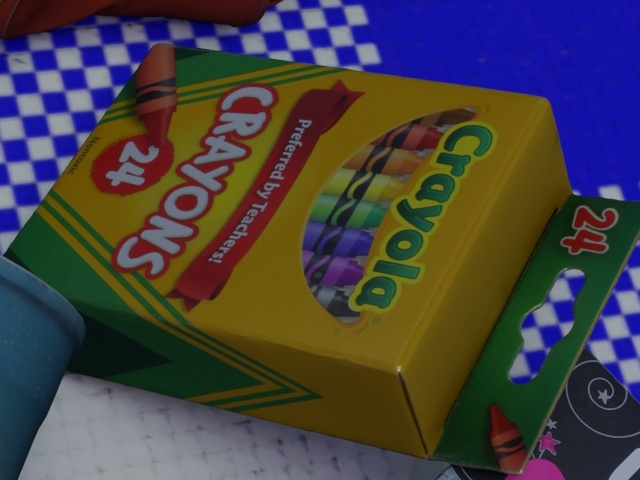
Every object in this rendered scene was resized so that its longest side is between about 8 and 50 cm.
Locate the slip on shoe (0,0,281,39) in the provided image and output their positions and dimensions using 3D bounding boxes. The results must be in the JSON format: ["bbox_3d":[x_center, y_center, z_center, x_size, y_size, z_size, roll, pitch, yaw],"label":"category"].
[{"bbox_3d":[-0.072,-0.185,1.238,0.331,0.123,0.101,-20,74,-31],"label":"slip on shoe"}]

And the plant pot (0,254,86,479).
[{"bbox_3d":[-0.279,0.120,0.926,0.271,0.271,0.255,19,72,-8],"label":"plant pot"}]

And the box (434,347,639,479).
[{"bbox_3d":[0.162,0.210,1.065,0.247,0.163,0.142,46,61,9],"label":"box"}]

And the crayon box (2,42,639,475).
[{"bbox_3d":[0.000,0.000,1.080,0.318,0.081,0.202,10,52,28],"label":"crayon box"}]
